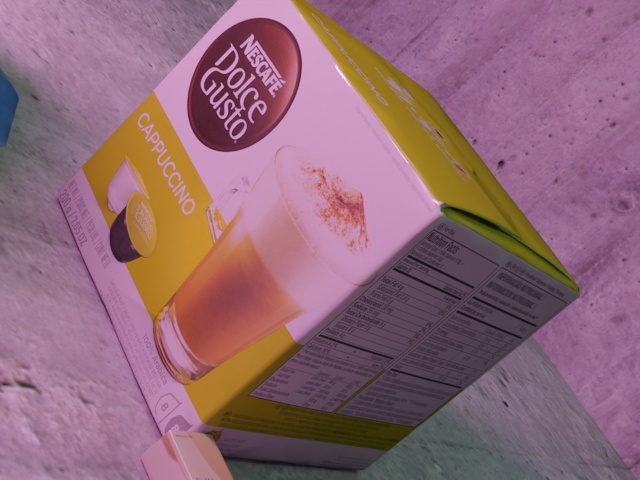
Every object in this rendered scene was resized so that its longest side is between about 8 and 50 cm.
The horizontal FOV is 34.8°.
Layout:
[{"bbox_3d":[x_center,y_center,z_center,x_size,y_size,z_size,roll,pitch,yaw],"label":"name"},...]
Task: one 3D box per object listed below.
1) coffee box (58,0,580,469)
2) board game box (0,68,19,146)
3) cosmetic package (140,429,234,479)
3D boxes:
[{"bbox_3d":[0.000,0.000,1.064,0.338,0.334,0.338,23,29,-53],"label":"coffee box"},{"bbox_3d":[-0.372,-0.153,1.027,0.133,0.033,0.169,43,22,-31],"label":"board game box"},{"bbox_3d":[-0.098,0.217,0.848,0.060,0.041,0.115,21,31,-55],"label":"cosmetic package"}]
